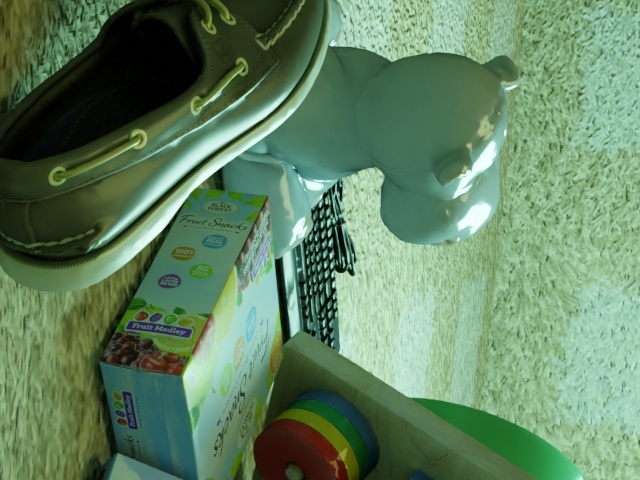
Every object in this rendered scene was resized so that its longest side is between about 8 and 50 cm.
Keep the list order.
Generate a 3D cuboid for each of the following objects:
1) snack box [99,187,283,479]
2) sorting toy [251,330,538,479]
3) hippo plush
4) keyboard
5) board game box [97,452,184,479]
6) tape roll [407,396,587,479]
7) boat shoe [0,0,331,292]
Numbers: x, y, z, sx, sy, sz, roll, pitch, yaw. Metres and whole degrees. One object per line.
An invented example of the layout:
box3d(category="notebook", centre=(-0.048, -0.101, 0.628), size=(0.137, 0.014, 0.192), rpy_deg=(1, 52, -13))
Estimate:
box3d(category="snack box", centre=(-0.091, 0.090, 1.217), size=(0.207, 0.070, 0.175), rpy_deg=(-65, 158, -48))
box3d(category="sorting toy", centre=(0.036, 0.250, 1.371), size=(0.089, 0.255, 0.257), rpy_deg=(-40, 153, -42))
box3d(category="hippo plush", centre=(0.045, -0.118, 1.309), size=(0.294, 0.236, 0.234), rpy_deg=(81, 21, -46))
box3d(category="keyboard", centre=(0.000, 0.000, 1.608), size=(0.201, 0.033, 0.317), rpy_deg=(-67, 159, -48))
box3d(category="board game box", centre=(-0.104, 0.272, 1.093), size=(0.039, 0.160, 0.212), rpy_deg=(-45, -155, 54))
box3d(category="tape roll", centre=(0.117, 0.286, 1.607), size=(0.321, 0.321, 0.077), rpy_deg=(81, 20, -46))
box3d(category="boat shoe", centre=(-0.090, -0.098, 0.968), size=(0.305, 0.109, 0.091), rpy_deg=(-50, 148, -34))
